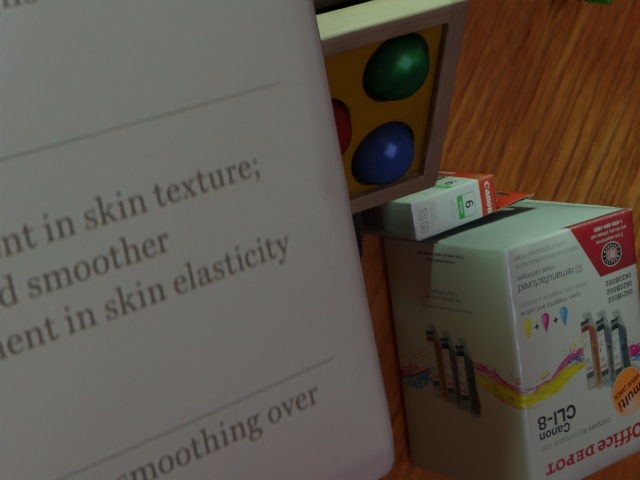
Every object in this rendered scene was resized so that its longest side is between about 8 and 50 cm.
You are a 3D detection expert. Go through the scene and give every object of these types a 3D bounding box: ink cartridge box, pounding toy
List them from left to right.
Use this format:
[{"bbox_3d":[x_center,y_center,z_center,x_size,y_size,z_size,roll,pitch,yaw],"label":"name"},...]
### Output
[{"bbox_3d":[-0.024,-0.043,0.749,0.181,0.094,0.206,-19,137,-27],"label":"pounding toy"},{"bbox_3d":[0.086,-0.031,0.935,0.115,0.063,0.029,-21,108,-34],"label":"ink cartridge box"},{"bbox_3d":[0.139,0.072,0.943,0.128,0.127,0.176,-16,104,-35],"label":"ink cartridge box"}]

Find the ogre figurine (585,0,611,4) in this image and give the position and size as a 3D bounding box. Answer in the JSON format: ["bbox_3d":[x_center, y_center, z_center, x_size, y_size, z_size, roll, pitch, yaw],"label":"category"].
[{"bbox_3d":[0.201,-0.277,0.967,0.197,0.097,0.118,53,38,-39],"label":"ogre figurine"}]

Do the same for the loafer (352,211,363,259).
[{"bbox_3d":[0.000,0.000,0.885,0.061,0.062,0.170,4,95,-59],"label":"loafer"}]

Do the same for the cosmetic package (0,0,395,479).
[{"bbox_3d":[-0.217,-0.055,0.545,0.329,0.327,0.393,-19,106,-34],"label":"cosmetic package"}]
